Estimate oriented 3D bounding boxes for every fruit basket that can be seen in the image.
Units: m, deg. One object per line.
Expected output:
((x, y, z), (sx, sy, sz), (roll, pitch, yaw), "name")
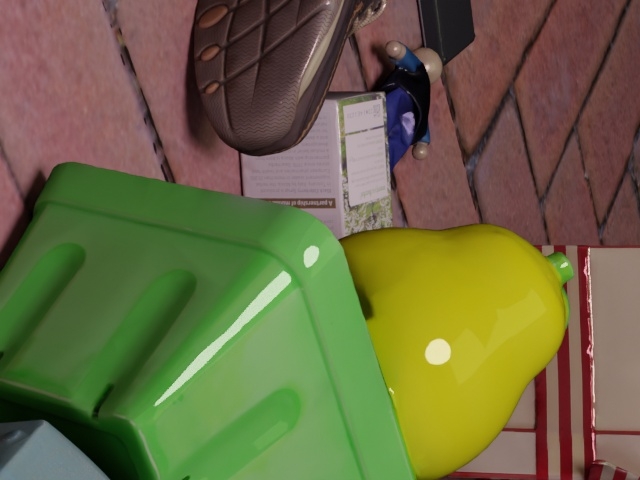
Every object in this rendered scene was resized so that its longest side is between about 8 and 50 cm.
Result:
((-0.018, 0.100, 1.292), (0.392, 0.283, 0.392), (-19, 115, -49), "fruit basket")

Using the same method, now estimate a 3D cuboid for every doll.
((0.072, -0.124, 1.755), (0.189, 0.046, 0.129), (-55, 139, -49), "doll")

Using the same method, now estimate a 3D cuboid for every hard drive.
((0.121, -0.248, 1.881), (0.094, 0.022, 0.135), (-43, 128, -57), "hard drive")

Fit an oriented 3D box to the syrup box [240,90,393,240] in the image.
((0.000, 0.000, 1.548), (0.093, 0.096, 0.237), (-18, 108, -61), "syrup box")

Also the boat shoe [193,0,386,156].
((0.005, -0.215, 1.494), (0.130, 0.132, 0.355), (40, 56, -45), "boat shoe")

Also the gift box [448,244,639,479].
((0.237, 0.137, 1.881), (0.276, 0.255, 0.258), (9, 81, -70), "gift box")

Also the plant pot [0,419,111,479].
((-0.178, 0.230, 1.115), (0.166, 0.165, 0.234), (-51, 127, -52), "plant pot")
